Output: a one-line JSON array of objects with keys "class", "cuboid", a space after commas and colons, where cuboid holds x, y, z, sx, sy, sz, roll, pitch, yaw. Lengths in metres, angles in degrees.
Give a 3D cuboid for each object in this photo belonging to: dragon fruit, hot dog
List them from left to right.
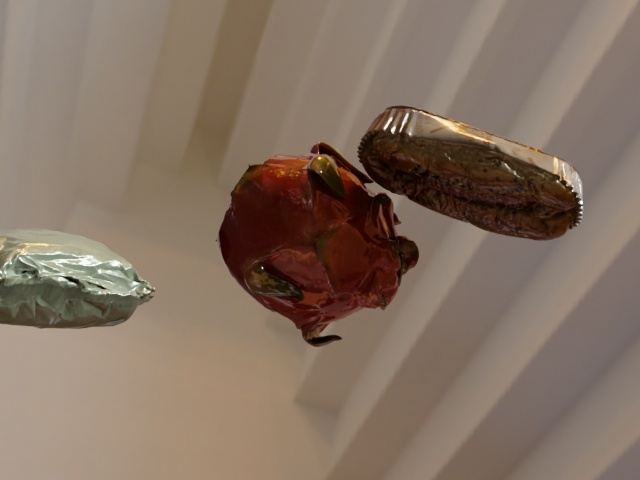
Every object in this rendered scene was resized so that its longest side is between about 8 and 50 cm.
[{"class": "dragon fruit", "cuboid": [-0.005, -0.002, 1.404, 0.224, 0.227, 0.224, -56, -178, 4]}, {"class": "hot dog", "cuboid": [0.172, -0.072, 1.352, 0.144, 0.268, 0.075, 96, 11, -59]}]

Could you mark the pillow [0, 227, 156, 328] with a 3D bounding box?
[{"class": "pillow", "cuboid": [-0.429, 0.047, 1.706, 0.283, 0.310, 0.138, 14, -84, 41]}]
